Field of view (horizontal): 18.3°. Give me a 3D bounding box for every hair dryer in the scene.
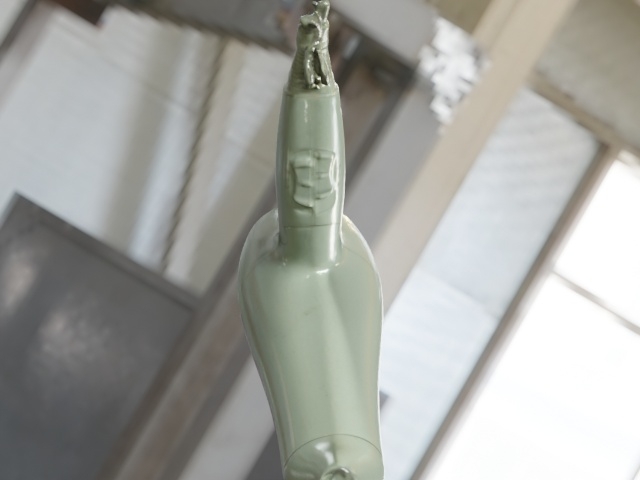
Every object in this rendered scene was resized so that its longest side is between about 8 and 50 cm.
[{"bbox_3d":[0.000,0.000,0.944,0.075,0.237,0.206,-4,37,-4],"label":"hair dryer"}]
